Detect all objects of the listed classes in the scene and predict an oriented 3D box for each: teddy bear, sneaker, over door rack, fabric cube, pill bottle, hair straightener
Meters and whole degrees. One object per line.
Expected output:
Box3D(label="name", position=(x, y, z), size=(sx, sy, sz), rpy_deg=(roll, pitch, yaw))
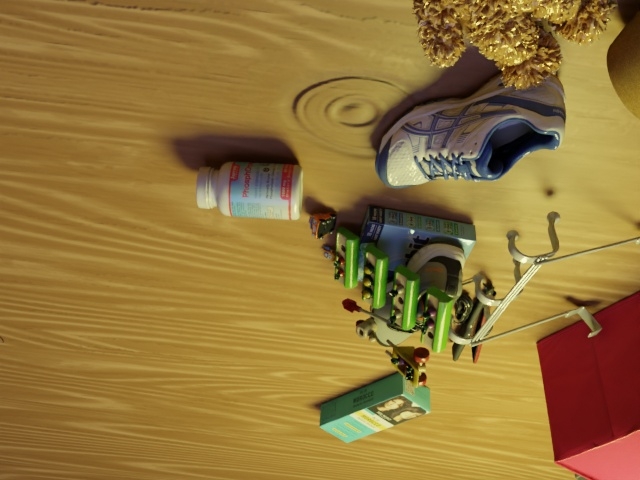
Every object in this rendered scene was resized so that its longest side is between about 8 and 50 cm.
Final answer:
Box3D(label="teddy bear", position=(0.202, -0.306, 0.880), size=(0.245, 0.113, 0.338), rpy_deg=(-23, 132, 25))
Box3D(label="sneaker", position=(0.158, 0.115, 1.293), size=(0.100, 0.108, 0.271), rpy_deg=(15, 140, -14))
Box3D(label="over door rack", position=(0.387, 0.066, 1.264), size=(0.324, 0.108, 0.239), rpy_deg=(-1, 140, -25))
Box3D(label="fabric cube", position=(0.593, 0.299, 1.403), size=(0.254, 0.258, 0.259), rpy_deg=(30, 133, -27))
Box3D(label="pill bottle", position=(-0.109, -0.079, 1.179), size=(0.160, 0.087, 0.087), rpy_deg=(3, 138, 2))
Box3D(label="hair straightener", position=(0.275, 0.154, 1.430), size=(0.089, 0.047, 0.230), rpy_deg=(5, 138, 0))
Box3D(label="sneaker", position=(0.199, -0.134, 1.056), size=(0.296, 0.131, 0.112), rpy_deg=(-27, 131, 32))

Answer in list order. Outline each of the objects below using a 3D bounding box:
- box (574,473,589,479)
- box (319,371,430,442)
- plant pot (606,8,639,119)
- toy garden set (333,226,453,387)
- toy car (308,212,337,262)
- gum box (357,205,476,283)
Box3D(label="box", position=(0.771, 0.483, 1.725), size=(0.242, 0.077, 0.307), rpy_deg=(19, 136, -16))
Box3D(label="box", position=(0.120, 0.376, 1.683), size=(0.244, 0.060, 0.100), rpy_deg=(-30, 128, 33))
Box3D(label="plant pot", position=(0.473, -0.239, 0.863), size=(0.237, 0.237, 0.254), rpy_deg=(28, 147, -24))
Box3D(label="toy garden set", position=(0.100, 0.121, 1.254), size=(0.244, 0.049, 0.204), rpy_deg=(34, 139, 36))
Box3D(label="toy car", position=(0.000, 0.000, 1.283), size=(0.040, 0.060, 0.122), rpy_deg=(25, 138, 27))
Box3D(label="gum box", position=(0.154, 0.021, 1.298), size=(0.184, 0.041, 0.157), rpy_deg=(9, 139, -6))
